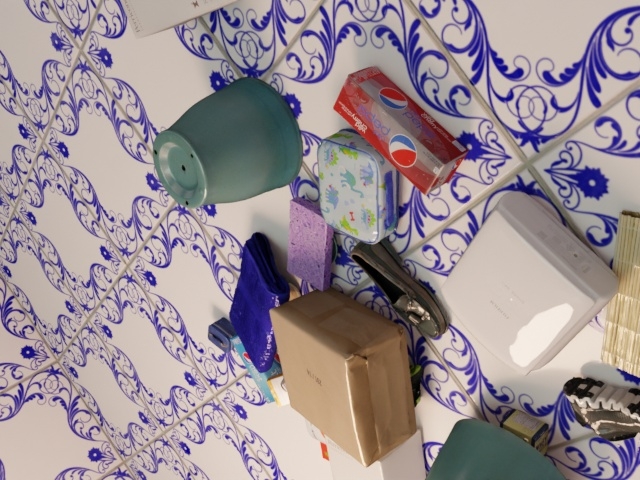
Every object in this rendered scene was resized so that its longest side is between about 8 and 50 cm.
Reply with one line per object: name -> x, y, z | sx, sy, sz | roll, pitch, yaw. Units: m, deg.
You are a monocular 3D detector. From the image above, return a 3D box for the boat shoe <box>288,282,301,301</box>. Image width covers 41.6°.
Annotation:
boat shoe -> -0.088, 0.184, 2.148 | 0.063, 0.059, 0.170 | 32, 135, 30

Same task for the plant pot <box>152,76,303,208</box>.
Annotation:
plant pot -> -0.222, -0.198, 1.887 | 0.271, 0.255, 0.272 | 26, 132, 34

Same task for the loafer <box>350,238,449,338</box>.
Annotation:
loafer -> 0.162, 0.109, 1.806 | 0.267, 0.084, 0.096 | 52, 141, 9

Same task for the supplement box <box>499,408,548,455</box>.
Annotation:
supplement box -> 0.420, 0.409, 1.744 | 0.083, 0.056, 0.083 | 21, 129, 38

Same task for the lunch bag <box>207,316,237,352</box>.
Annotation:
lunch bag -> -0.275, 0.275, 2.405 | 0.098, 0.065, 0.067 | 32, 135, 31

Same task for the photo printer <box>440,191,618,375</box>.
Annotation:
photo printer -> 0.365, 0.094, 1.552 | 0.256, 0.107, 0.307 | 47, 142, 17

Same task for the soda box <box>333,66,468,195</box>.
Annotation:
soda box -> 0.150, -0.213, 1.610 | 0.263, 0.083, 0.092 | 46, 139, 17

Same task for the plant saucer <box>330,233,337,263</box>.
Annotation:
plant saucer -> 0.000, 0.000, 1.962 | 0.119, 0.021, 0.119 | 26, 132, 34

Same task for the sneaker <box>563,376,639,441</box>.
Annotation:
sneaker -> 0.556, 0.322, 1.529 | 0.234, 0.078, 0.106 | 9, 123, 49

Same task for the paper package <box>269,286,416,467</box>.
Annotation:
paper package -> 0.052, 0.300, 1.931 | 0.325, 0.168, 0.310 | 26, 132, 52

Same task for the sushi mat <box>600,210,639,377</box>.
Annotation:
sushi mat -> 0.560, 0.107, 1.426 | 0.151, 0.019, 0.317 | 23, 129, 38

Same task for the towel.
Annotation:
towel -> -0.163, 0.162, 2.139 | 0.228, 0.076, 0.308 | -117, 30, -41

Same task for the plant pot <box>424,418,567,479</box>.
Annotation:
plant pot -> 0.333, 0.552, 1.725 | 0.293, 0.235, 0.293 | 33, 154, 19

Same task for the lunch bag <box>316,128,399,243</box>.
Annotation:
lunch bag -> 0.083, -0.110, 1.745 | 0.176, 0.090, 0.219 | 23, 129, 38

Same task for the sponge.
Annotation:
sponge -> -0.024, 0.010, 1.951 | 0.117, 0.031, 0.210 | 30, 133, 32

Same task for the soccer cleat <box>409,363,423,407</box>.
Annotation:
soccer cleat -> 0.208, 0.341, 1.938 | 0.072, 0.060, 0.179 | 40, 145, 8

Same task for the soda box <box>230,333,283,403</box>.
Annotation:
soda box -> -0.157, 0.337, 2.313 | 0.067, 0.071, 0.210 | -28, 92, 51

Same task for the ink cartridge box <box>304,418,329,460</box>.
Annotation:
ink cartridge box -> 0.029, 0.549, 2.273 | 0.145, 0.045, 0.179 | 14, 121, 43

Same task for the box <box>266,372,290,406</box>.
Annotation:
box -> -0.065, 0.383, 2.235 | 0.136, 0.028, 0.081 | -21, 101, 11

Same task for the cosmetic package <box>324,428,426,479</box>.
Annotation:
cosmetic package -> 0.151, 0.617, 2.096 | 0.197, 0.155, 0.366 | 15, 125, 45

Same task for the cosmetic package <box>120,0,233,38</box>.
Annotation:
cosmetic package -> -0.279, -0.580, 1.779 | 0.385, 0.156, 0.217 | -6, 112, 48
